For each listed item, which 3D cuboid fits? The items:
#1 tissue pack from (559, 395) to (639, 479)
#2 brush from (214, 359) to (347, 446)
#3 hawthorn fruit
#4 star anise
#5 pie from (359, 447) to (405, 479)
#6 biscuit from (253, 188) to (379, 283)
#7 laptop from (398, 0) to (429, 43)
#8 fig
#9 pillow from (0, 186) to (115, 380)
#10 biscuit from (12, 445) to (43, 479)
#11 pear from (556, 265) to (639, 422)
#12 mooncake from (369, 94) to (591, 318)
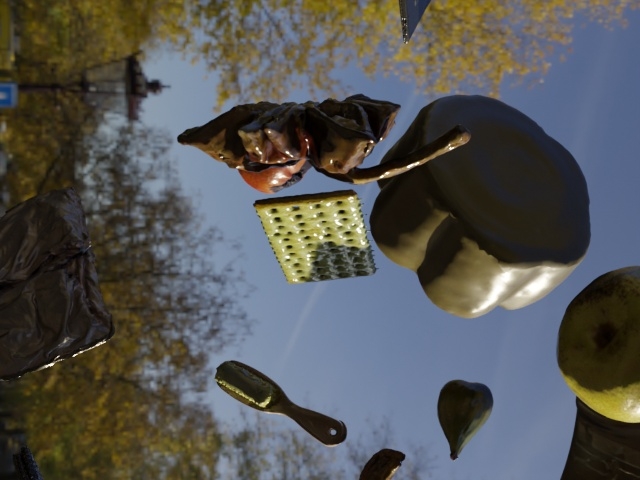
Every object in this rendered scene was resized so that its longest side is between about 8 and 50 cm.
[{"bbox_3d":[0.532,0.391,1.387,0.267,0.277,0.387,-4,-118,60],"label":"tissue pack"},{"bbox_3d":[-0.086,0.313,1.716,0.313,0.067,0.072,24,-98,29],"label":"brush"},{"bbox_3d":[-0.119,-0.220,1.992,0.225,0.196,0.196,54,-31,16],"label":"hawthorn fruit"},{"bbox_3d":[-0.003,-0.128,1.123,0.292,0.349,0.109,-95,-179,-72],"label":"star anise"},{"bbox_3d":[0.141,0.569,2.181,0.191,0.033,0.088,-54,-140,16],"label":"pie"},{"bbox_3d":[0.000,0.000,1.197,0.231,0.139,0.016,73,13,-60],"label":"biscuit"},{"bbox_3d":[0.171,-0.446,1.566,0.197,0.016,0.135,-62,150,-46],"label":"laptop"},{"bbox_3d":[0.345,0.414,2.095,0.126,0.133,0.185,-49,-154,36],"label":"fig"},{"bbox_3d":[-0.313,0.036,0.981,0.049,0.135,0.248,69,-4,-46],"label":"pillow"},{"bbox_3d":[-0.381,0.309,1.165,0.087,0.027,0.089,14,-58,69],"label":"biscuit"},{"bbox_3d":[0.406,0.134,1.127,0.197,0.197,0.197,179,-90,-71],"label":"pear"},{"bbox_3d":[0.342,-0.075,1.904,0.262,0.467,0.467,124,-39,-49],"label":"mooncake"}]
